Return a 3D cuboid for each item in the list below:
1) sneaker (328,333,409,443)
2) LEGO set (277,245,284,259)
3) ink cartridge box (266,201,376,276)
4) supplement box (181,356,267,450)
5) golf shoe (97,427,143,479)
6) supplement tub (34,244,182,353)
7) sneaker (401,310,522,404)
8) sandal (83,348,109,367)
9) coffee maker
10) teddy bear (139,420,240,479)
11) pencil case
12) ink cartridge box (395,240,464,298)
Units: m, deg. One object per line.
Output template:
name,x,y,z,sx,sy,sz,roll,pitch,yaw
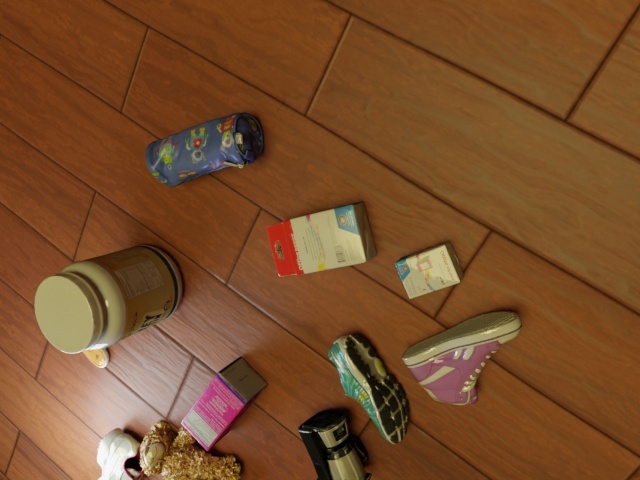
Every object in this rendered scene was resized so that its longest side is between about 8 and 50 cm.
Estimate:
sneaker,0.115,0.352,1.299,0.110,0.107,0.275,-38,78,46
LEGO set,-0.080,0.037,1.354,0.083,0.023,0.054,46,118,-5
ink cartridge box,0.000,0.000,1.273,0.231,0.078,0.134,-12,95,26
supplement box,-0.260,0.439,1.467,0.114,0.111,0.220,43,115,10
golf shoe,-0.620,0.743,1.699,0.140,0.115,0.306,12,107,19
supplement tub,-0.541,0.147,1.420,0.228,0.316,0.228,5,103,24
sneaker,0.330,0.260,1.171,0.282,0.102,0.161,-33,89,37
sandal,-0.762,0.293,1.687,0.265,0.076,0.102,44,115,11
coffee maker,0.017,0.525,1.352,0.171,0.120,0.178,-21,91,28
teddy bear,-0.386,0.654,1.571,0.338,0.113,0.245,36,111,14
pencil case,-0.284,-0.216,1.335,0.306,0.119,0.133,-11,73,27
ink cartridge box,0.239,0.064,1.191,0.122,0.052,0.088,-23,90,26
